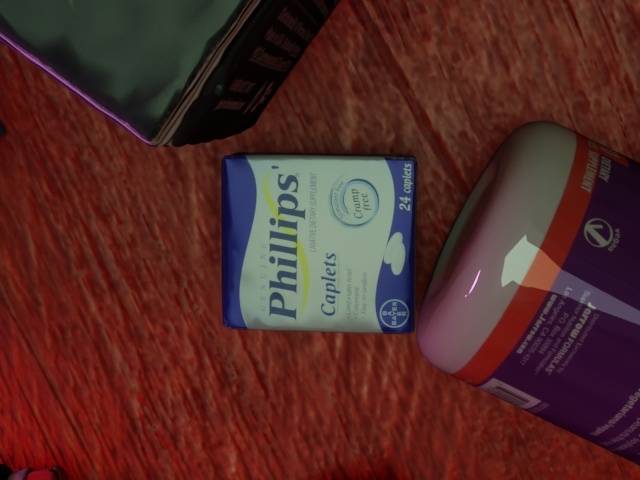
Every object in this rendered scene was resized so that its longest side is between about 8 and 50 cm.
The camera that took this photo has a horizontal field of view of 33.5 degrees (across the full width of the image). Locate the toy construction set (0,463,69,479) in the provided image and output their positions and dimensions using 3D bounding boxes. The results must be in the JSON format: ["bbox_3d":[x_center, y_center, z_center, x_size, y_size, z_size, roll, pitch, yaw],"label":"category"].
[{"bbox_3d":[-0.192,0.314,0.736,0.309,0.237,0.257,9,98,1],"label":"toy construction set"}]

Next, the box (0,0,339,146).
[{"bbox_3d":[-0.111,-0.376,0.541,0.480,0.297,0.471,36,99,-2],"label":"box"}]

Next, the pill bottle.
[{"bbox_3d":[0.239,0.063,0.706,0.323,0.181,0.181,25,98,-1],"label":"pill bottle"}]

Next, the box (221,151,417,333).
[{"bbox_3d":[0.000,0.000,0.766,0.137,0.072,0.126,1,97,4],"label":"box"}]

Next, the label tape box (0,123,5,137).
[{"bbox_3d":[-0.407,-0.002,0.697,0.348,0.249,0.115,-39,94,7],"label":"label tape box"}]
